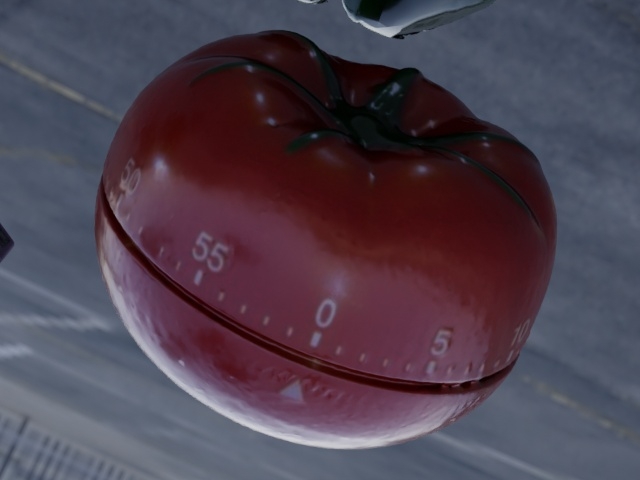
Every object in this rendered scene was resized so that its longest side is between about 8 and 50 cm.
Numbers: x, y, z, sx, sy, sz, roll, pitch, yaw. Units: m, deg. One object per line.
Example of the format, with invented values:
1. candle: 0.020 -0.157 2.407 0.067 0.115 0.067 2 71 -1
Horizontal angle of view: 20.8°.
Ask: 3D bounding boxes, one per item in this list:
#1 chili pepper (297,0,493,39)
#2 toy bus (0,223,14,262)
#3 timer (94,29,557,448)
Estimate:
1. chili pepper: 0.078 -0.326 1.674 0.233 0.256 0.248 9 121 47
2. toy bus: -0.415 -0.034 1.871 0.178 0.087 0.098 55 -157 -11
3. timer: 0.000 0.000 1.440 0.378 0.279 0.378 20 -154 -10
